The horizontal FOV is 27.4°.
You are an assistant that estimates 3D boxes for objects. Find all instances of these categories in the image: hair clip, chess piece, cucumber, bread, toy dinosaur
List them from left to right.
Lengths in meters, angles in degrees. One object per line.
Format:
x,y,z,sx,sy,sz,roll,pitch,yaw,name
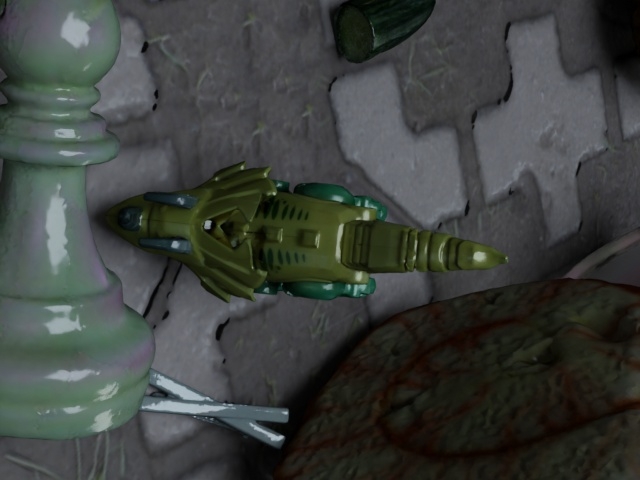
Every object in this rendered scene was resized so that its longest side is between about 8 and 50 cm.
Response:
-0.151,-0.039,0.720,0.139,0.139,0.272,-7,110,-45,chess piece
-0.079,0.119,0.919,0.115,0.039,0.030,23,67,-32,hair clip
0.000,0.000,0.855,0.153,0.259,0.094,4,92,-73,toy dinosaur
0.054,-0.175,1.023,0.105,0.048,0.048,-33,115,-42,cucumber
0.120,0.147,0.925,0.328,0.295,0.114,-63,137,-56,bread

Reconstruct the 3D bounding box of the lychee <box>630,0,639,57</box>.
0.424,-0.241,1.272,0.271,0.236,0.236,-28,114,-14,lychee

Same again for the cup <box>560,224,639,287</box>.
0.351,0.125,1.198,0.253,0.253,0.274,-37,100,-38,cup
